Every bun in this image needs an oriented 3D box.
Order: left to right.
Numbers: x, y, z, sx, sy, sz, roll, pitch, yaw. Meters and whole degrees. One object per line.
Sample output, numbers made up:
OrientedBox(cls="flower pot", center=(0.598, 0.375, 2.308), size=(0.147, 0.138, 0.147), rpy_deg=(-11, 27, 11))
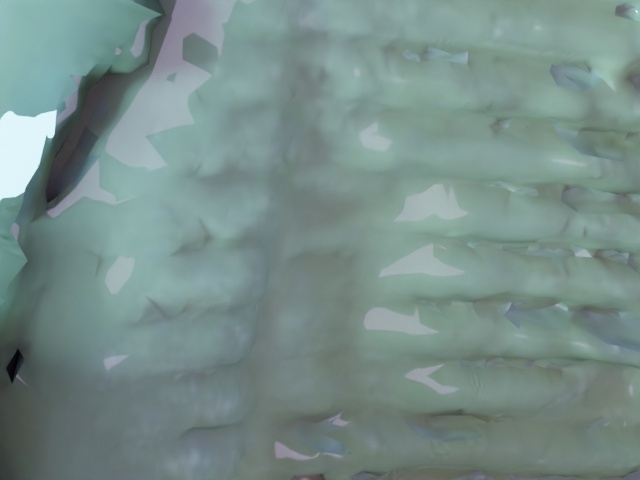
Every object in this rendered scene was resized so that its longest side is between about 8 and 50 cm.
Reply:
OrientedBox(cls="bun", center=(0.000, 0.000, 0.576), size=(0.359, 0.211, 0.360), rpy_deg=(-10, 112, -26))
